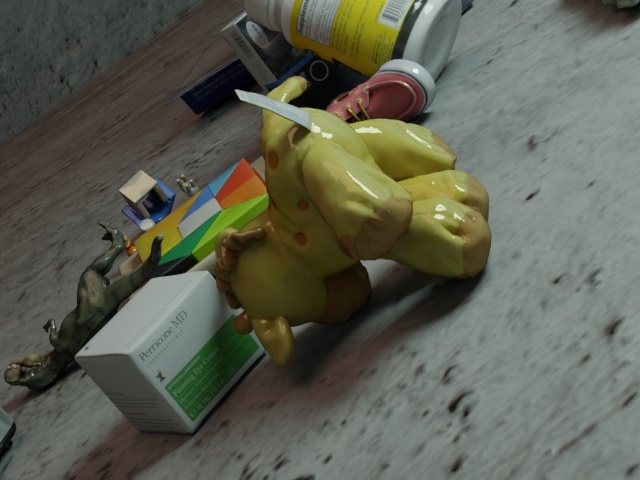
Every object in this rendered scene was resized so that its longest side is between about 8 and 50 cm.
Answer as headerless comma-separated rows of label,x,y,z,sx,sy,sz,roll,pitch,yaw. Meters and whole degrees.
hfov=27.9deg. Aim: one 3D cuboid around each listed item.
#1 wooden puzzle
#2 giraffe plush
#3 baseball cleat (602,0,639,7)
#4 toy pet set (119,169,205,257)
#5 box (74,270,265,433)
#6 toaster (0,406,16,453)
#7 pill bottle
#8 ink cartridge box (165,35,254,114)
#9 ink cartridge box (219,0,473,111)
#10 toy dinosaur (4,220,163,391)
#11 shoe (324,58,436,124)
wooden puzzle,-0.123,-0.012,1.371,0.221,0.044,0.238,-38,17,-1
giraffe plush,0.000,0.000,0.949,0.181,0.210,0.170,-85,21,-63
baseball cleat,0.287,-0.275,1.209,0.109,0.072,0.206,-29,22,3
toy pet set,-0.196,-0.025,1.559,0.122,0.065,0.114,-44,53,-13
box,-0.120,0.090,1.033,0.101,0.087,0.102,-47,20,-29
toaster,-0.389,0.213,1.203,0.186,0.110,0.168,-26,21,30
pill bottle,0.033,-0.243,1.359,0.208,0.119,0.119,25,56,19
ink cartridge box,-0.080,-0.316,2.031,0.303,0.072,0.307,-29,21,19
ink cartridge box,0.057,-0.284,1.512,0.333,0.165,0.065,-44,14,-18
toy dinosaur,-0.228,0.053,1.324,0.268,0.064,0.118,-45,27,27
shoe,0.044,-0.124,1.313,0.081,0.063,0.178,-48,15,-27
